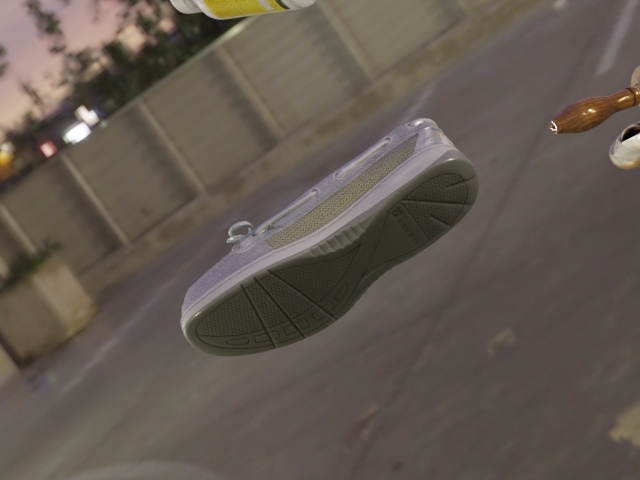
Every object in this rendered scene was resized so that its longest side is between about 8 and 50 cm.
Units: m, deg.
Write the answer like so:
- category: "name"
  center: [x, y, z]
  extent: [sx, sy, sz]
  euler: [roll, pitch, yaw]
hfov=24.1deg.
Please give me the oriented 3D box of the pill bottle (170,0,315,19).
- category: "pill bottle"
  center: [-0.062, -0.206, 1.166]
  extent: [0.116, 0.065, 0.065]
  euler: [-2, 26, 34]

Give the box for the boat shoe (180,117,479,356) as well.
- category: "boat shoe"
  center: [0.000, -0.002, 1.456]
  extent: [0.320, 0.118, 0.103]
  euler: [-36, 45, 2]

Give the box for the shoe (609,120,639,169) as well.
- category: "shoe"
  center: [0.473, -0.155, 2.153]
  extent: [0.076, 0.058, 0.219]
  euler: [-50, 10, -18]

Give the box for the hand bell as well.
- category: "hand bell"
  center: [0.387, -0.178, 1.891]
  extent: [0.242, 0.126, 0.126]
  euler: [-23, 1, -28]
